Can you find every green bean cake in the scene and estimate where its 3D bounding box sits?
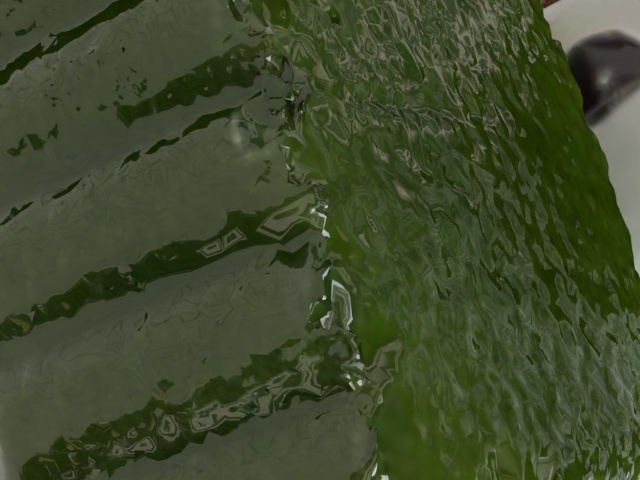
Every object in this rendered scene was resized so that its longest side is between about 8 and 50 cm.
[{"bbox_3d":[0.000,0.000,0.495,0.156,0.246,0.250,-23,169,29],"label":"green bean cake"}]

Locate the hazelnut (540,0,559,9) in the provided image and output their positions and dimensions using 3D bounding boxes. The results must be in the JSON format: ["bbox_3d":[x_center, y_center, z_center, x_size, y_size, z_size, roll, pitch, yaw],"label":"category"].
[{"bbox_3d":[0.203,-0.210,0.951,0.201,0.170,0.160,125,-27,-59],"label":"hazelnut"}]

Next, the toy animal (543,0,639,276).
[{"bbox_3d":[0.201,-0.052,0.696,0.267,0.212,0.212,-40,178,-31],"label":"toy animal"}]
